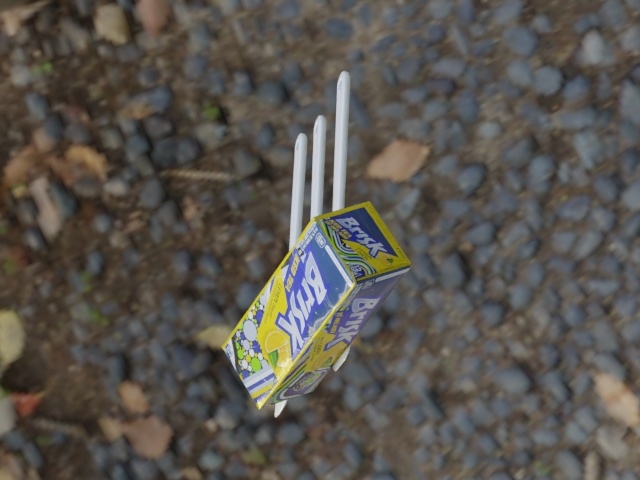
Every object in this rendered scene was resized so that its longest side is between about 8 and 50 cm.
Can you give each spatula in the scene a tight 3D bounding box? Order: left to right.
[{"bbox_3d":[0.000,0.000,1.404,0.168,0.019,0.242,127,151,-63],"label":"spatula"}]

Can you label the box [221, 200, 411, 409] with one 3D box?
[{"bbox_3d":[-0.005,0.047,1.268,0.059,0.054,0.169,57,140,20],"label":"box"}]
